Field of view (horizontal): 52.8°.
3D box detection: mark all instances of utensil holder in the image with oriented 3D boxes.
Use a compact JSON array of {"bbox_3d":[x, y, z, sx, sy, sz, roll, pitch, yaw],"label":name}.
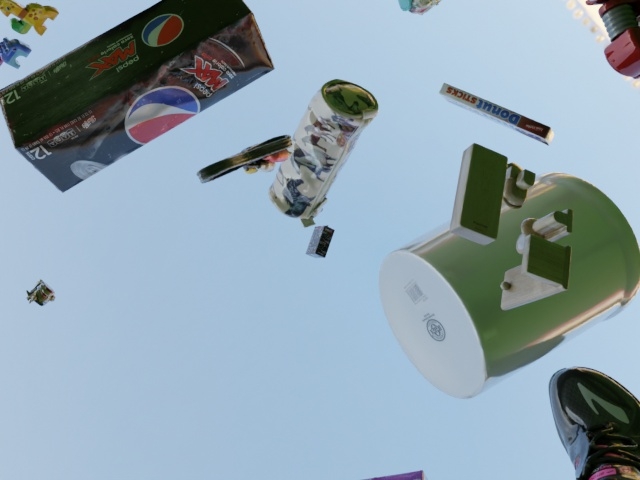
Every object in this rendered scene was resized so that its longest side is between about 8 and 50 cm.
[{"bbox_3d":[0.355,0.086,1.249,0.386,0.327,0.327,-25,-101,-23],"label":"utensil holder"}]

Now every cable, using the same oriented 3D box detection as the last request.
[{"bbox_3d":[-0.143,-0.162,1.360,0.072,0.140,0.287,67,-156,-11],"label":"cable"}]

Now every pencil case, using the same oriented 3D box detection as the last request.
[{"bbox_3d":[0.006,-0.233,1.718,0.160,0.410,0.183,-23,-117,-44],"label":"pencil case"}]

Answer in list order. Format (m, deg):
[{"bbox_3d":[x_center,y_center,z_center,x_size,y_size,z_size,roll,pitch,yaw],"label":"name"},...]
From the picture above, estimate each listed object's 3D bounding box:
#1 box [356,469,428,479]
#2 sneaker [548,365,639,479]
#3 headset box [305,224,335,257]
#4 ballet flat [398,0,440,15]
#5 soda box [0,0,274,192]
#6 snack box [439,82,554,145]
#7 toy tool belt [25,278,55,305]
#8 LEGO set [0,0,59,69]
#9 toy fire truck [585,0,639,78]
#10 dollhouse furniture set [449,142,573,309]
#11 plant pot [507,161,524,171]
[{"bbox_3d":[0.179,0.625,1.424,0.057,0.201,0.293,-80,-33,-51],"label":"box"},{"bbox_3d":[0.531,0.411,1.127,0.202,0.185,0.482,50,-160,-40],"label":"sneaker"},{"bbox_3d":[0.000,0.000,1.597,0.032,0.062,0.083,25,-103,-22],"label":"headset box"},{"bbox_3d":[0.109,-0.397,0.774,0.077,0.091,0.240,-21,-60,-4],"label":"ballet flat"},{"bbox_3d":[-0.120,-0.105,0.426,0.169,0.053,0.060,-31,-121,-3],"label":"soda box"},{"bbox_3d":[0.271,-0.195,0.992,0.178,0.022,0.064,30,-170,22],"label":"snack box"},{"bbox_3d":[-0.550,0.110,1.263,0.051,0.083,0.052,-49,-68,-15],"label":"toy tool belt"},{"bbox_3d":[-0.561,-0.407,1.175,0.093,0.227,0.087,24,-157,-55],"label":"LEGO set"},{"bbox_3d":[0.576,-0.429,1.225,0.247,0.158,0.216,-10,-102,-17],"label":"toy fire truck"},{"bbox_3d":[0.217,-0.012,0.819,0.151,0.123,0.144,20,-113,-13],"label":"dollhouse furniture set"},{"bbox_3d":[0.480,-0.090,1.556,0.167,0.167,0.165,-22,-118,-31],"label":"plant pot"}]
